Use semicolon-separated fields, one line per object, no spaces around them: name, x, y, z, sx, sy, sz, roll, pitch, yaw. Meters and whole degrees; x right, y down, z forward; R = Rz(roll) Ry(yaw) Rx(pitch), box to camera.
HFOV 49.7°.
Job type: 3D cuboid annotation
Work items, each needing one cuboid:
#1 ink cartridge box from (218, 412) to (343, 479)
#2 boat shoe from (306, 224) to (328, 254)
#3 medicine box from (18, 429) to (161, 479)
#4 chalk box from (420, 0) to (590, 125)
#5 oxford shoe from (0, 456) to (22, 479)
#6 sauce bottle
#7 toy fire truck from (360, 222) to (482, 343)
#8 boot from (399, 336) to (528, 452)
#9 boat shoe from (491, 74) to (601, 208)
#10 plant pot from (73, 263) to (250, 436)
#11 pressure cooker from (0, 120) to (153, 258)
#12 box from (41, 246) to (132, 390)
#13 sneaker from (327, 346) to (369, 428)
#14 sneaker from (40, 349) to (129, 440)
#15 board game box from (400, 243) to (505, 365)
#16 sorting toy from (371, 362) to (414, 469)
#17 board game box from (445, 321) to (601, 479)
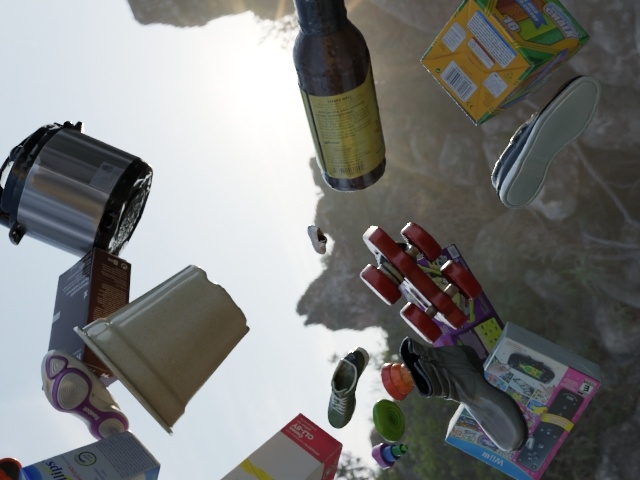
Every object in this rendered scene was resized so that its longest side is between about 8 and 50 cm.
ink cartridge box;-0.137;0.667;1.756;0.385;0.160;0.279;-30;-37;-44
boat shoe;0.000;0.000;1.679;0.035;0.035;0.100;-59;-38;-34
medicine box;-0.554;0.631;1.625;0.289;0.149;0.263;-9;-57;-48
chalk box;0.374;-0.380;1.339;0.180;0.289;0.179;51;142;9
oxford shoe;-0.768;0.618;1.548;0.097;0.098;0.271;41;-121;-14
sauce bottle;0.023;-0.224;0.977;0.344;0.111;0.111;75;-174;-47
toy fire truck;0.208;0.086;1.588;0.302;0.169;0.254;44;176;-7
boot;0.241;0.274;1.224;0.083;0.161;0.246;-63;36;26
boat shoe;0.443;-0.209;1.401;0.114;0.302;0.091;18;-150;-26
plant pot;-0.349;0.230;1.631;0.334;0.305;0.334;40;159;19
pressure cooker;-0.767;-0.159;2.121;0.370;0.420;0.375;-78;11;-69
box;-0.645;0.231;1.925;0.143;0.191;0.381;31;-144;-41
sneaker;0.044;0.325;1.498;0.086;0.064;0.192;-3;-68;-64
sneaker;-0.596;0.375;1.707;0.152;0.114;0.305;33;154;52
board game box;0.373;0.197;1.919;0.347;0.208;0.056;62;151;14
sorting toy;0.240;0.486;2.010;0.127;0.126;0.365;43;-143;-18
board game box;0.448;0.367;1.547;0.303;0.224;0.097;-68;-10;23
